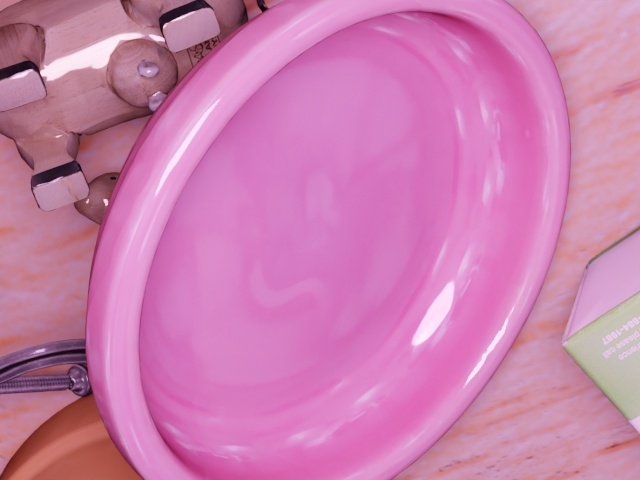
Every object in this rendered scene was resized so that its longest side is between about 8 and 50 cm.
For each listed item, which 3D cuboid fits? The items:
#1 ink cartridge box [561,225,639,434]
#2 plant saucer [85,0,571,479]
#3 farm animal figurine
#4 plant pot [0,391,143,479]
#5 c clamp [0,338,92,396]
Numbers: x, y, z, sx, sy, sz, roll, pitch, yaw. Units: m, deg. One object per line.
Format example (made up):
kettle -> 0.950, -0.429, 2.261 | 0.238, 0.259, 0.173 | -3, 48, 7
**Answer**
ink cartridge box -> 0.309, 0.085, 1.004 | 0.198, 0.115, 0.273 | -37, 101, 29
plant saucer -> 0.000, 0.000, 0.964 | 0.084, 0.332, 0.332 | 32, 112, 41
farm animal figurine -> -0.185, -0.115, 0.981 | 0.326, 0.172, 0.330 | -4, 121, -13
plant pot -> -0.094, 0.253, 1.061 | 0.290, 0.203, 0.291 | 1, 106, 4
c clamp -> -0.175, 0.082, 1.061 | 0.137, 0.160, 0.022 | -30, 71, 39
